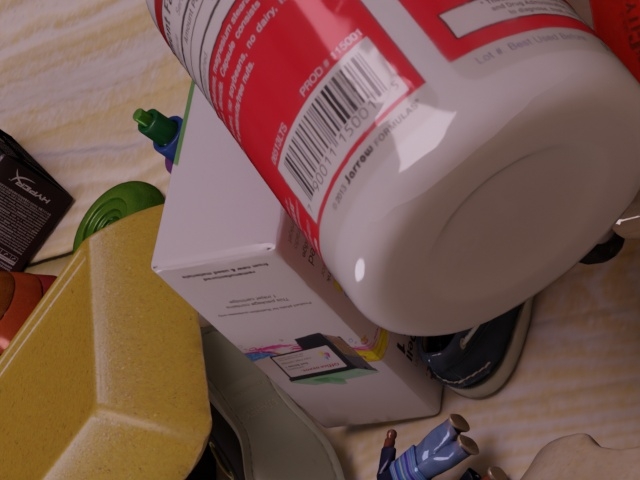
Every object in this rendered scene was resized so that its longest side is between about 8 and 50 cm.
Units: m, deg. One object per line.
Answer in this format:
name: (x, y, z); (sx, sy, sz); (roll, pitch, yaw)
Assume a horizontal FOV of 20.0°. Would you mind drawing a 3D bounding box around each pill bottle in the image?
pill bottle: (0.022, -0.151, 1.235); (0.229, 0.229, 0.407); (-44, 58, 14)

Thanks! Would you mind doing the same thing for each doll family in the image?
doll family: (0.089, 0.221, 1.373); (0.111, 0.076, 0.193); (-42, 34, 24)

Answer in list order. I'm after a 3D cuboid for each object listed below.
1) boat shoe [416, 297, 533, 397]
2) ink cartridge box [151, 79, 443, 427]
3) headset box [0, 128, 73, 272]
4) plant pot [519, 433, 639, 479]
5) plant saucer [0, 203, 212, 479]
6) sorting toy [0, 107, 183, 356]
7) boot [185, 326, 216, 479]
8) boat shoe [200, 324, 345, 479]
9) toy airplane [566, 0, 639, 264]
boat shoe: (0.132, -0.001, 1.476); (0.095, 0.079, 0.254); (4, 65, 39)
ink cartridge box: (0.000, 0.000, 1.456); (0.117, 0.278, 0.201); (-9, 55, 28)
headset box: (-0.443, 0.006, 2.076); (0.293, 0.110, 0.218); (-54, 37, 1)
plant pot: (0.162, 0.297, 1.067); (0.334, 0.334, 0.305); (4, 54, 49)
plant saucer: (-0.227, 0.159, 1.601); (0.332, 0.081, 0.333); (-52, 28, 27)
sorting toy: (-0.263, -0.014, 1.885); (0.365, 0.126, 0.127); (-42, 39, 18)
boot: (-0.211, 0.191, 1.697); (0.280, 0.096, 0.264); (-2, 61, 47)
boat shoe: (-0.046, 0.176, 1.531); (0.227, 0.081, 0.068); (58, 154, 28)
toy airplane: (0.279, -0.183, 1.310); (0.386, 0.272, 0.384); (47, 132, 39)
